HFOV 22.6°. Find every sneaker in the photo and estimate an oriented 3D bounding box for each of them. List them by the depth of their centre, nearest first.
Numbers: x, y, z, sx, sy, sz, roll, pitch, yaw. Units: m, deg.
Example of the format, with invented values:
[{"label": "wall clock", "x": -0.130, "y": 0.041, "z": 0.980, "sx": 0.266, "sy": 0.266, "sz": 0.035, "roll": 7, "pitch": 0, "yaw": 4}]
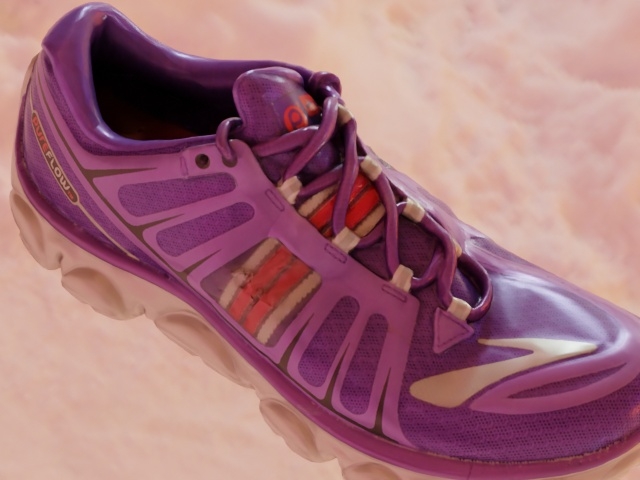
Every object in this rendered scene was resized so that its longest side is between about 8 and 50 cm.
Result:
[{"label": "sneaker", "x": 0.000, "y": 0.000, "z": 0.353, "sx": 0.170, "sy": 0.071, "sz": 0.068, "roll": 26, "pitch": 44, "yaw": 16}]
